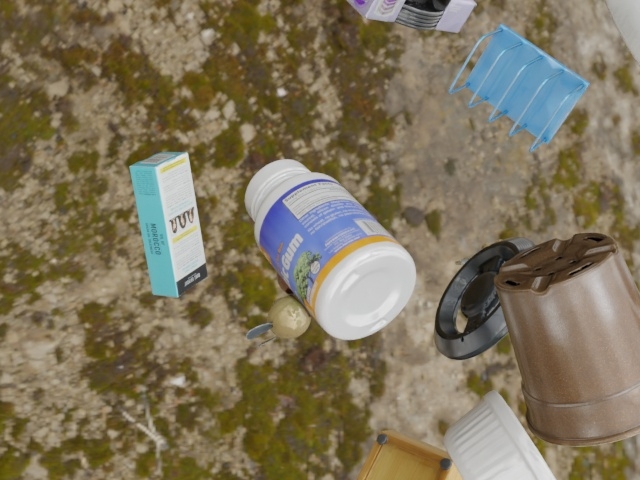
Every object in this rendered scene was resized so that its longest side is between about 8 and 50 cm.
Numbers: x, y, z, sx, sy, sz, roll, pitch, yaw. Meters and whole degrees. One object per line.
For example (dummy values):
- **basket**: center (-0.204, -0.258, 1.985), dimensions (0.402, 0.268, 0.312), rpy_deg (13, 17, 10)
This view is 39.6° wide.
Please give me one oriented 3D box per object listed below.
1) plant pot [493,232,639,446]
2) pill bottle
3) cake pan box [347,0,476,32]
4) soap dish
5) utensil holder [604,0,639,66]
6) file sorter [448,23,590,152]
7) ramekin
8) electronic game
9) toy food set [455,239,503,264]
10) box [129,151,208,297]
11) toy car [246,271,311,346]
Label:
- **plant pot**: center (0.260, 0.091, 0.897), dimensions (0.167, 0.167, 0.165), rpy_deg (-35, 107, -36)
- **pill bottle**: center (0.000, 0.000, 1.240), dimensions (0.152, 0.272, 0.152), rpy_deg (-19, 132, -23)
- **cake pan box**: center (0.102, -0.450, 1.482), dimensions (0.245, 0.070, 0.267), rpy_deg (-8, 48, -43)
- **soap dish**: center (0.164, 0.544, 1.816), dimensions (0.291, 0.228, 0.118), rpy_deg (-60, 139, -18)
- **utensil holder**: center (0.489, -0.294, 0.751), dimensions (0.327, 0.385, 0.328), rpy_deg (14, 63, -28)
- **file sorter**: center (0.304, -0.236, 1.386), dimensions (0.170, 0.118, 0.104), rpy_deg (39, 35, 14)
- **ramekin**: center (0.314, 0.399, 1.499), dimensions (0.127, 0.273, 0.273), rpy_deg (-32, 102, 2)
- **electronic game**: center (0.263, 0.091, 1.418), dimensions (0.048, 0.229, 0.229), rpy_deg (36, 61, -17)
- **toy food set**: center (0.302, 0.016, 1.572), dimensions (0.122, 0.078, 0.019), rpy_deg (-19, 97, -37)
- **box**: center (-0.270, -0.030, 1.599), dimensions (0.100, 0.060, 0.244), rpy_deg (-37, 126, -56)
- **toy car**: center (-0.066, 0.129, 1.720), dimensions (0.188, 0.155, 0.149), rpy_deg (-44, 65, -2)
